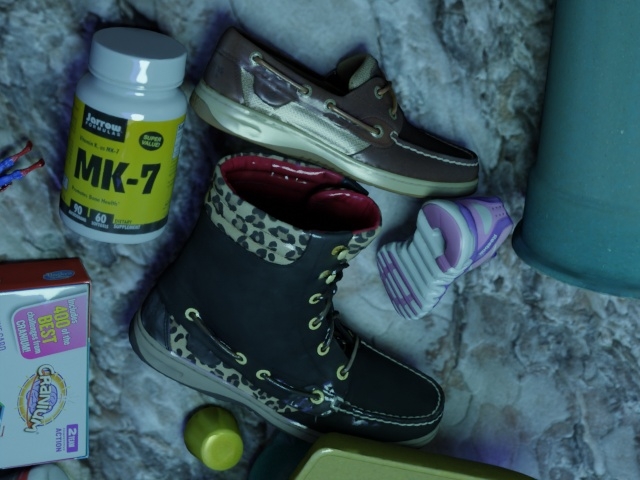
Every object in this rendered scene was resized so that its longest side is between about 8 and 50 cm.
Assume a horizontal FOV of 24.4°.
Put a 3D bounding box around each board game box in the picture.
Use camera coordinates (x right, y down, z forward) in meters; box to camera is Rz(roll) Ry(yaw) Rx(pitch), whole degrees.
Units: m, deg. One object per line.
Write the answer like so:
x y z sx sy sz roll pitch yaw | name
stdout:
-0.419 0.152 1.659 0.317 0.064 0.242 -5 118 -21 | board game box

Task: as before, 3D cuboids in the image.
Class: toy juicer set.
0.004 0.279 1.834 0.209 0.089 0.329 -44 111 -4 | toy juicer set

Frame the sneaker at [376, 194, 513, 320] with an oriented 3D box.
0.143 0.014 1.667 0.105 0.236 0.095 -22 77 -26 | sneaker

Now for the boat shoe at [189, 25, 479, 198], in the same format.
0.035 -0.141 1.597 0.342 0.123 0.123 18 106 -18 | boat shoe

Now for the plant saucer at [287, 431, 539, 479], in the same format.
0.060 0.344 1.720 0.333 0.081 0.333 15 127 -26 | plant saucer

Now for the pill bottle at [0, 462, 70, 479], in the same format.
-0.425 0.380 1.750 0.283 0.161 0.161 -21 119 6 | pill bottle

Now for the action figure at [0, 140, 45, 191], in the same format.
-0.356 -0.067 1.613 0.115 0.030 0.038 -29 113 10 | action figure

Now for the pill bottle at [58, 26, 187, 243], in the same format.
-0.206 -0.112 1.567 0.119 0.119 0.208 6 115 -13 | pill bottle

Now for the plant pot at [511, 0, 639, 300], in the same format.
0.374 -0.148 1.554 0.341 0.341 0.334 -5 110 -8 | plant pot

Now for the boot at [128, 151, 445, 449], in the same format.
0.000 0.074 1.636 0.377 0.138 0.284 23 129 -4 | boot
